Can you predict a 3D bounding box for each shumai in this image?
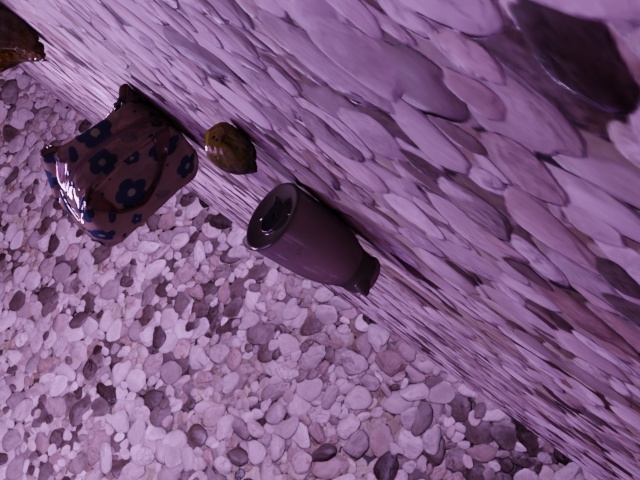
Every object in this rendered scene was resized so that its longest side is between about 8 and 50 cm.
[{"bbox_3d":[-0.707,-0.453,1.797,0.184,0.218,0.185,76,180,-76],"label":"shumai"}]

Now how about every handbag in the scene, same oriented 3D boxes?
[{"bbox_3d":[-0.359,-0.139,1.536,0.190,0.251,0.193,44,167,11],"label":"handbag"}]

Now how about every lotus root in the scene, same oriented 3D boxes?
[{"bbox_3d":[-0.113,-0.114,1.112,0.049,0.054,0.099,21,167,34],"label":"lotus root"}]

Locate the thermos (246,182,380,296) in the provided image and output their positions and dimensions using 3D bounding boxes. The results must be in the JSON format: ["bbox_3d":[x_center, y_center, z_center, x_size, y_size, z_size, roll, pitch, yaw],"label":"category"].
[{"bbox_3d":[0.000,0.000,1.229,0.193,0.105,0.137,32,-156,-31],"label":"thermos"}]
